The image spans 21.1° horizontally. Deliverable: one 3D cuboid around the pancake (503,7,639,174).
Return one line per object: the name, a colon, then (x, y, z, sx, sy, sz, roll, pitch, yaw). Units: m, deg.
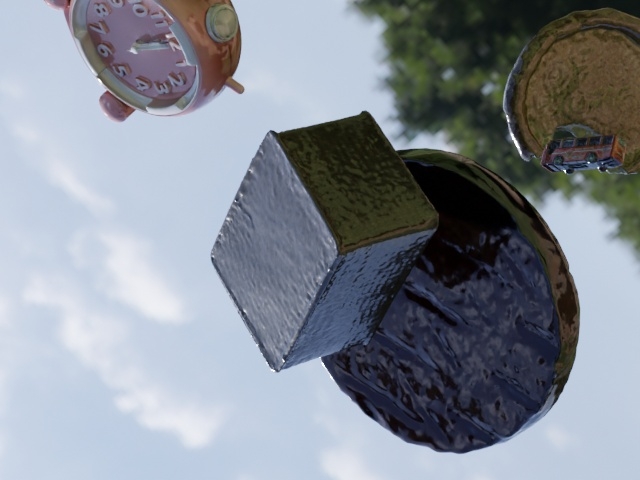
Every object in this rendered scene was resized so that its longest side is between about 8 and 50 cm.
pancake: (0.419, -0.215, 2.612, 0.288, 0.286, 0.033, 52, 174, -21)

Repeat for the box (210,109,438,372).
box: (-0.002, 0.001, 2.000, 0.143, 0.273, 0.184, -16, -119, -31)

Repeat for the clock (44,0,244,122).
clock: (-0.193, -0.269, 2.122, 0.142, 0.241, 0.227, -47, -57, -35)

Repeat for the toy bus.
toy bus: (0.327, -0.108, 2.134, 0.031, 0.110, 0.043, 30, -112, -42)

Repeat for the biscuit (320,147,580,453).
biscuit: (0.150, 0.074, 2.187, 0.091, 0.407, 0.407, -24, -106, -49)
